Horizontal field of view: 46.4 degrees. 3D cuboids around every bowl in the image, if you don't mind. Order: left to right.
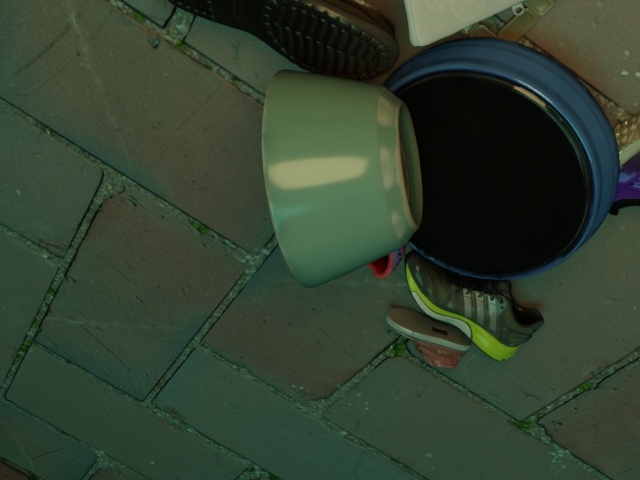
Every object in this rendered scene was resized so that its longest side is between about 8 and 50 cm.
[{"bbox_3d":[0.048,-0.095,1.041,0.163,0.311,0.311,-7,126,15],"label":"bowl"},{"bbox_3d":[0.240,-0.106,1.131,0.391,0.077,0.391,19,133,22],"label":"bowl"}]

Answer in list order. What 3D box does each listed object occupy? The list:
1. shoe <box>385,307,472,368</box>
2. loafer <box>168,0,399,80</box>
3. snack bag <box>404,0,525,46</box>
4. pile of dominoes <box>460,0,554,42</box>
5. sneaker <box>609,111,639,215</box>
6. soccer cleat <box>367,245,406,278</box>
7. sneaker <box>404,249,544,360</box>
[{"bbox_3d":[0.202,0.197,1.469,0.178,0.063,0.081,19,127,-3],"label":"shoe"},{"bbox_3d":[-0.049,-0.350,1.043,0.366,0.130,0.134,26,153,0],"label":"loafer"},{"bbox_3d":[0.209,-0.417,0.846,0.342,0.037,0.323,-28,125,-8],"label":"snack bag"},{"bbox_3d":[0.218,-0.389,1.008,0.251,0.040,0.196,33,131,-20],"label":"pile of dominoes"},{"bbox_3d":[0.514,-0.121,1.078,0.146,0.102,0.293,45,136,-19],"label":"sneaker"},{"bbox_3d":[0.031,-0.068,1.269,0.109,0.116,0.318,-31,114,36],"label":"soccer cleat"},{"bbox_3d":[0.275,0.097,1.346,0.300,0.111,0.121,33,125,-21],"label":"sneaker"}]
